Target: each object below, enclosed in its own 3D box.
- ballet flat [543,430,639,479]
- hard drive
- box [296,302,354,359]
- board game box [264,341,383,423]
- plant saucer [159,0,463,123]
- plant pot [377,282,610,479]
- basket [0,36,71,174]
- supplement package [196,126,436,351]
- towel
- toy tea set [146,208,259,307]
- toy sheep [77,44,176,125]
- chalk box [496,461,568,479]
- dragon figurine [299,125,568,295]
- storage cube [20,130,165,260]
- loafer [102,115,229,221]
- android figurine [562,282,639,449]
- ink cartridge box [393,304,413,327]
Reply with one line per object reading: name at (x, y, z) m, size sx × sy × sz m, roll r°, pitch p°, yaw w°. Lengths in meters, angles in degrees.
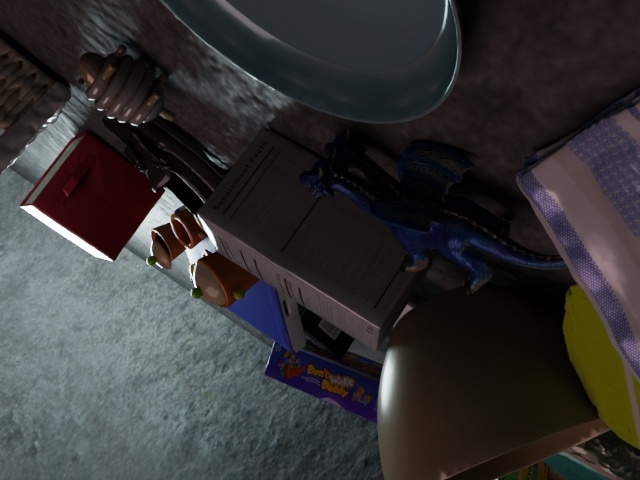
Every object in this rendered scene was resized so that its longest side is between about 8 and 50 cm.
ballet flat at (0.465, 0.330, 0.913) m, size 0.409 × 0.147 × 0.147 m, roll 39°, pitch 166°, yaw 10°
hard drive at (-0.160, 0.069, 1.407) m, size 0.319 × 0.040 × 0.210 m, roll 26°, pitch 139°, yaw 44°
box at (-0.025, 0.149, 1.473) m, size 0.158 × 0.093 × 0.156 m, roll 17°, pitch 158°, yaw 51°
board game box at (0.093, 0.298, 1.492) m, size 0.347 × 0.078 × 0.233 m, roll 17°, pitch 180°, yaw 29°
plant saucer at (-0.036, -0.199, 0.493) m, size 0.317 × 0.043 × 0.317 m, roll 32°, pitch 165°, yaw 9°
plant pot at (0.181, 0.160, 0.824) m, size 0.284 × 0.284 × 0.191 m, roll 67°, pitch -178°, yaw -65°
basket at (-0.649, -0.204, 1.245) m, size 0.266 × 0.328 × 0.331 m, roll 43°, pitch 163°, yaw -19°
supplement package at (0.000, 0.000, 0.858) m, size 0.244 × 0.139 × 0.134 m, roll 32°, pitch 164°, yaw 13°
towel at (0.229, 0.002, 0.418) m, size 0.209 × 0.034 × 0.285 m, roll 60°, pitch 165°, yaw 5°
toy tea set at (-0.236, 0.033, 1.313) m, size 0.200 × 0.124 × 0.336 m, roll 60°, pitch 151°, yaw -6°
toy sheep at (-0.234, -0.184, 0.885) m, size 0.132 × 0.091 × 0.091 m, roll 35°, pitch 166°, yaw -24°
chalk box at (0.341, 0.320, 1.078) m, size 0.289 × 0.179 × 0.180 m, roll 34°, pitch 166°, yaw 3°
dragon figurine at (0.101, -0.029, 0.655) m, size 0.289 × 0.085 × 0.144 m, roll 18°, pitch 159°, yaw 50°
storage cube at (-0.467, -0.088, 1.486) m, size 0.193 × 0.183 × 0.215 m, roll 39°, pitch 164°, yaw -23°
loafer at (-0.207, -0.092, 1.087) m, size 0.302 × 0.095 × 0.109 m, roll 36°, pitch 165°, yaw -7°
android figurine at (0.290, 0.113, 0.573) m, size 0.273 × 0.056 × 0.248 m, roll 34°, pitch 147°, yaw 66°
ink cartridge box at (0.160, 0.116, 1.051) m, size 0.235 × 0.056 × 0.171 m, roll 37°, pitch 165°, yaw -1°
